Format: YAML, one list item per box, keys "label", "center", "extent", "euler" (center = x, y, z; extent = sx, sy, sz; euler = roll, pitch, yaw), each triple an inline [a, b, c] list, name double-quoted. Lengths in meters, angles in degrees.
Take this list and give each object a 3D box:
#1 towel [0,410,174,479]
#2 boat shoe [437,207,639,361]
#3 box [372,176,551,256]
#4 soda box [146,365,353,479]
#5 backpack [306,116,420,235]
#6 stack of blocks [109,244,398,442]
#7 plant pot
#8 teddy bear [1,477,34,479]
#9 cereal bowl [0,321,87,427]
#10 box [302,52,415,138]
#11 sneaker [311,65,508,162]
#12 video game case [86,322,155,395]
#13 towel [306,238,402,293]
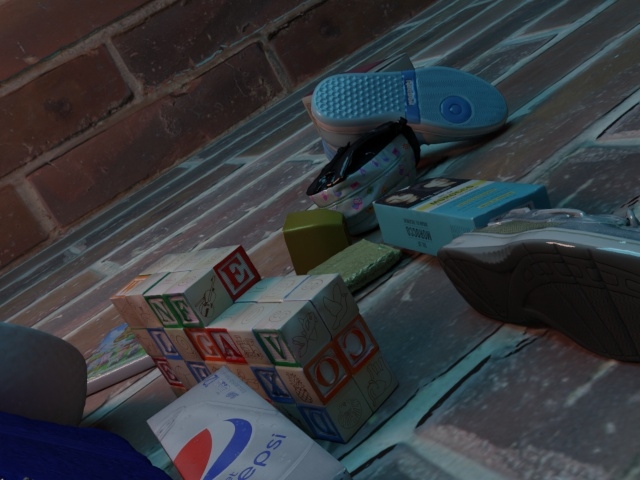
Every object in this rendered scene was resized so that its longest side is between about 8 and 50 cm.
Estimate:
- label: "towel"
  center: [-0.248, 0.223, 0.747]
  extent: [0.308, 0.227, 0.076]
  euler: [1, 73, 63]
- label: "boat shoe"
  center: [0.215, 0.018, 0.692]
  extent: [0.103, 0.118, 0.320]
  euler: [-39, 12, -15]
- label: "box"
  center: [0.162, -0.028, 0.975]
  extent: [0.100, 0.060, 0.244]
  euler: [-24, 15, -18]
- label: "soda box"
  center: [-0.050, 0.192, 0.651]
  extent: [0.091, 0.098, 0.286]
  euler: [-35, 18, -16]
- label: "backpack"
  center: [0.067, -0.092, 1.256]
  extent: [0.152, 0.115, 0.182]
  euler: [-29, 13, 47]
- label: "stack of blocks"
  center: [-0.080, 0.099, 0.845]
  extent: [0.087, 0.171, 0.297]
  euler: [-41, 20, -33]
- label: "plant pot"
  center: [0.000, 0.000, 1.169]
  extent: [0.083, 0.082, 0.081]
  euler: [-14, 19, 9]
- label: "teddy bear"
  center: [-0.269, 0.294, 0.517]
  extent: [0.337, 0.245, 0.113]
  euler: [-18, -6, 18]
- label: "cereal bowl"
  center: [-0.446, 0.218, 0.971]
  extent: [0.338, 0.339, 0.141]
  euler: [-22, 61, 24]
- label: "box"
  center: [0.095, -0.268, 1.659]
  extent: [0.126, 0.149, 0.232]
  euler: [-37, 19, -27]
- label: "sneaker"
  center: [0.147, -0.189, 1.403]
  extent: [0.318, 0.208, 0.127]
  euler: [4, 64, 4]
- label: "video game case"
  center: [-0.265, 0.150, 1.260]
  extent: [0.212, 0.023, 0.193]
  euler: [-25, 17, 16]
- label: "towel"
  center: [0.028, 0.046, 1.068]
  extent: [0.148, 0.027, 0.110]
  euler: [-32, 17, -15]
